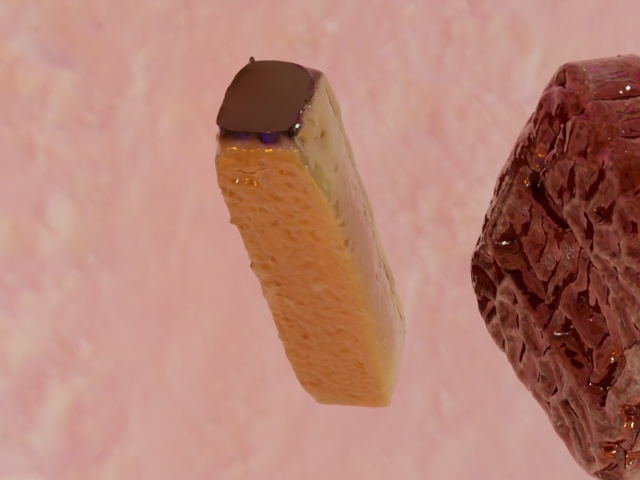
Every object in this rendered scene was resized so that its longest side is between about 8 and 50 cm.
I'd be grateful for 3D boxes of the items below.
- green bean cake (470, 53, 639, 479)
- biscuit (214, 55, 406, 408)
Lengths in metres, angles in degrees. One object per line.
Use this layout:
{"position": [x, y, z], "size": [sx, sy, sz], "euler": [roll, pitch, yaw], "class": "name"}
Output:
{"position": [0.115, 0.013, 0.783], "size": [0.056, 0.135, 0.135], "euler": [-9, 47, -27], "class": "green bean cake"}
{"position": [0.000, 0.000, 0.886], "size": [0.052, 0.188, 0.056], "euler": [1, 49, 17], "class": "biscuit"}
